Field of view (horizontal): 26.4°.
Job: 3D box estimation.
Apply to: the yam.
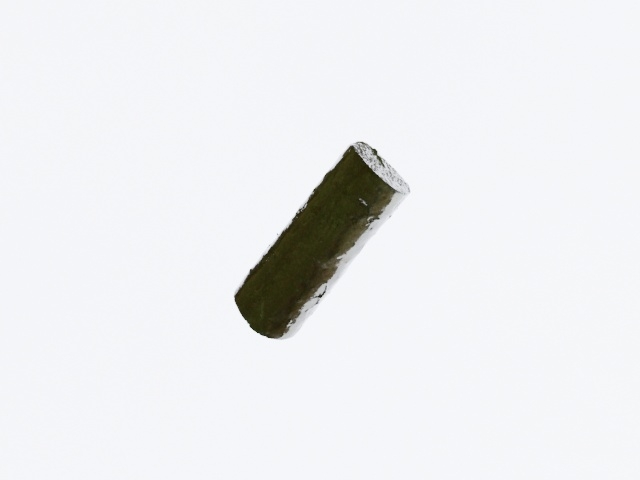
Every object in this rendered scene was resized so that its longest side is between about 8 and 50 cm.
[{"bbox_3d":[0.000,0.000,1.101,0.169,0.068,0.068,-51,-126,18],"label":"yam"}]
